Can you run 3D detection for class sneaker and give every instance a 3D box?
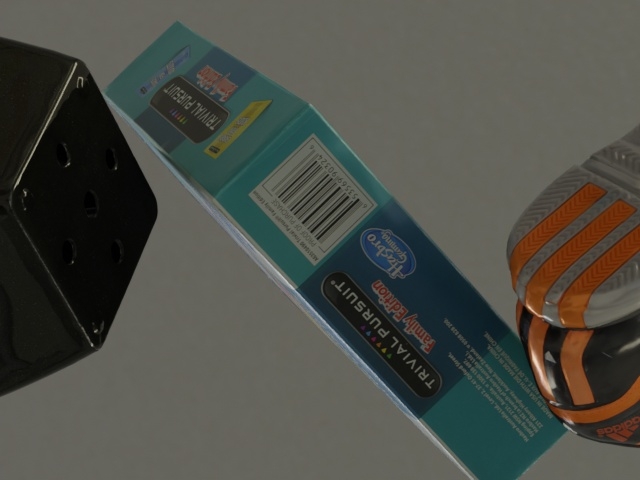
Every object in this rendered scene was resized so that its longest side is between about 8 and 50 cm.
[{"bbox_3d":[0.234,-0.008,1.085,0.124,0.321,0.180,41,-23,40],"label":"sneaker"}]

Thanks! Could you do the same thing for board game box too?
[{"bbox_3d":[0.000,0.000,1.200,0.254,0.079,0.336,48,-3,-21],"label":"board game box"}]

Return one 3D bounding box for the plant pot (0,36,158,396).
[{"bbox_3d":[-0.207,-0.014,1.133,0.167,0.187,0.188,-4,-47,23],"label":"plant pot"}]
